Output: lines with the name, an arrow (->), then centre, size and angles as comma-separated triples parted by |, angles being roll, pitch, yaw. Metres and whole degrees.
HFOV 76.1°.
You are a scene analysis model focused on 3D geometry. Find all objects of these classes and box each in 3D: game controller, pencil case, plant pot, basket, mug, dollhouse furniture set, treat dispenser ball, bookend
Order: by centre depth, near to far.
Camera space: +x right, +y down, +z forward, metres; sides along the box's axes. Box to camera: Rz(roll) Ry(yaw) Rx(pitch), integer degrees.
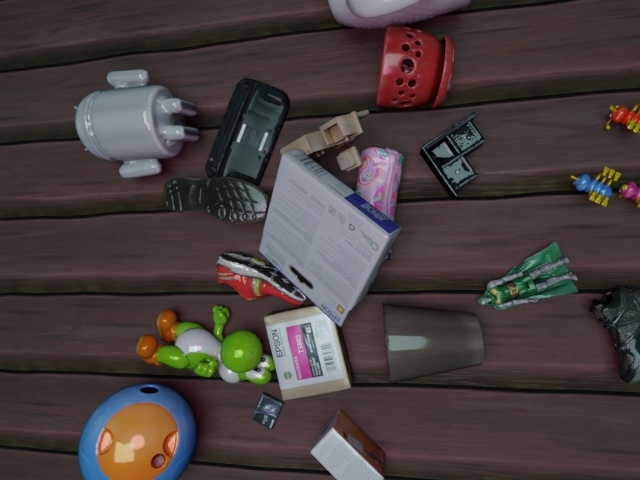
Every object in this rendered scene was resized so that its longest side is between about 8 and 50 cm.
mug -> 0.173, -0.637, 0.971 | 0.328, 0.276, 0.374 | -9, 48, 17
basket -> 0.277, 0.254, 1.028 | 0.227, 0.154, 0.204 | -4, 89, 7
plant pot -> 0.236, -0.432, 1.032 | 0.174, 0.191, 0.191 | 5, 90, 3
bookend -> 0.367, -0.215, 1.057 | 0.156, 0.072, 0.157 | -33, 84, 8
dollhouse furniture set -> 0.064, -0.111, 1.063 | 0.303, 0.174, 0.355 | -18, 98, 47
pencil case -> 0.148, -0.095, 1.069 | 0.124, 0.124, 0.284 | 6, 87, 11
treat dispenser ball -> -0.480, 0.533, 1.091 | 0.288, 0.288, 0.288 | 0, 89, 11
game controller -> -0.212, -0.302, 1.183 | 0.167, 0.067, 0.319 | 22, 93, -4

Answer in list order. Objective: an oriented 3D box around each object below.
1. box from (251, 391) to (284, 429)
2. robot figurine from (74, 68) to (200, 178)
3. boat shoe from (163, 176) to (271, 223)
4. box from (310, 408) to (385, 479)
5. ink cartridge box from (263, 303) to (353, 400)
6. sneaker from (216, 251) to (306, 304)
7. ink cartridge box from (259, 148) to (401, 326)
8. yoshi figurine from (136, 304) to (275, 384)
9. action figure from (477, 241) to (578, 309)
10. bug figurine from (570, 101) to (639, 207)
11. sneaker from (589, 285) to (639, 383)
box -> -0.151, 0.485, 1.166 | 0.067, 0.018, 0.083 | 24, 93, 11
robot figurine -> -0.531, -0.328, 1.165 | 0.354, 0.200, 0.299 | -1, 97, 10
boat shoe -> -0.278, -0.120, 1.151 | 0.324, 0.120, 0.122 | 12, 95, 17
box -> 0.076, 0.553, 1.065 | 0.170, 0.130, 0.091 | 42, 95, 8
ink cartridge box -> -0.031, 0.294, 1.113 | 0.193, 0.088, 0.234 | -15, 87, 9
sneaker -> -0.167, 0.124, 1.153 | 0.279, 0.107, 0.118 | 22, 111, 14
ink cartridge box -> 0.000, 0.000, 1.005 | 0.324, 0.071, 0.330 | 41, 136, 21
yoshi figurine -> -0.298, 0.285, 1.115 | 0.362, 0.203, 0.203 | 13, 85, 8
action figure -> 0.510, 0.114, 1.031 | 0.232, 0.063, 0.137 | -25, 87, 13
bug figurine -> 0.747, -0.189, 0.985 | 0.216, 0.072, 0.279 | 29, 89, 4
sneaker -> 0.709, 0.218, 0.977 | 0.130, 0.087, 0.227 | 9, 87, 13
